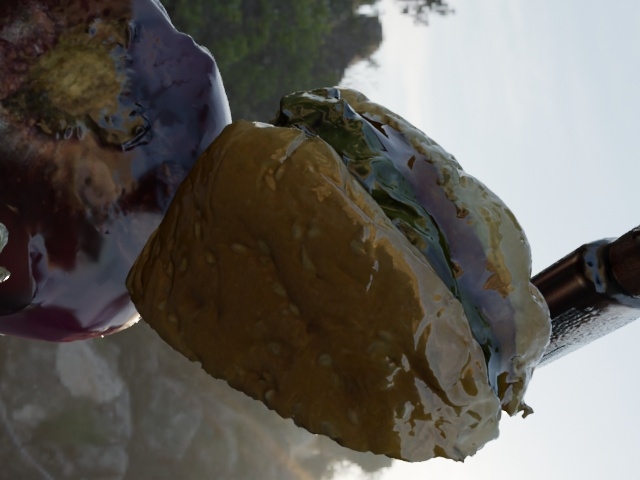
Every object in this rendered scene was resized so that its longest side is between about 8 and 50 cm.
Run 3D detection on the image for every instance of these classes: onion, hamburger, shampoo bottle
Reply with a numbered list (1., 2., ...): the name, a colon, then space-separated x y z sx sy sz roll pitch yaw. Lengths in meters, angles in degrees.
1. onion: -0.280 -0.086 1.136 0.420 0.399 0.398 128 -41 -84
2. hamburger: 0.002 -0.003 0.742 0.162 0.330 0.208 -17 122 -50
3. shampoo bottle: 0.281 0.064 1.133 0.323 0.129 0.084 133 -36 -58

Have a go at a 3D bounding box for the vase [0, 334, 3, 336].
1. vase: -0.404 0.043 1.245 0.081 0.081 0.148 109 -23 -77

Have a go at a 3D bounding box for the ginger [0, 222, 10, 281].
1. ginger: -0.259 0.005 0.784 0.030 0.048 0.097 50 2 37
